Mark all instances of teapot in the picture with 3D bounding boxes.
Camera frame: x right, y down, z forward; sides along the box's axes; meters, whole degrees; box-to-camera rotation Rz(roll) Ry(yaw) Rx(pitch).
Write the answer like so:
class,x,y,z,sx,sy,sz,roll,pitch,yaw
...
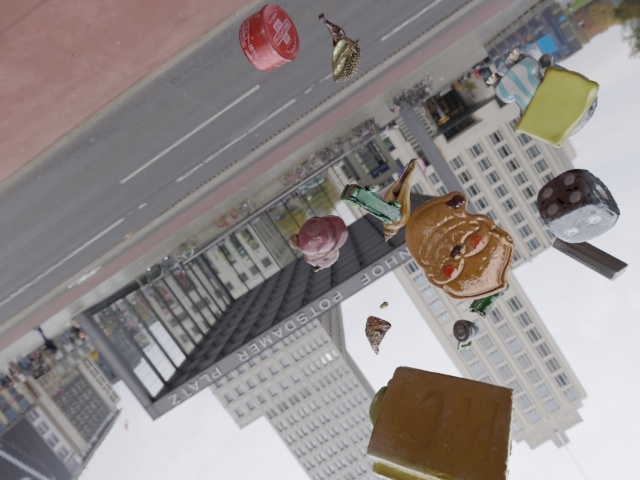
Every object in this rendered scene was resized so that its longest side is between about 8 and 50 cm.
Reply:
class,x,y,z,sx,sy,sz,roll,pitch,yaw
teapot,0.610,0.389,1.767,0.091,0.092,0.124,5,127,-27

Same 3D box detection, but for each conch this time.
class,x,y,z,sx,sy,sz,roll,pitch,yaw
conch,0.299,-0.147,1.569,0.109,0.093,0.330,38,-67,50

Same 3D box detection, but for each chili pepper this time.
class,x,y,z,sx,sy,sz,roll,pitch,yaw
chili pepper,0.764,0.262,1.917,0.061,0.098,0.224,-5,134,-47

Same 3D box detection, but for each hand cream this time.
class,x,y,z,sx,sy,sz,roll,pitch,yaw
hand cream,-0.177,-0.698,1.462,0.126,0.193,0.193,-6,-157,38

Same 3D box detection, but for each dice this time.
class,x,y,z,sx,sy,sz,roll,pitch,yaw
dice,0.854,-0.114,1.405,0.183,0.182,0.182,-42,-151,45

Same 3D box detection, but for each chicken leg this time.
class,x,y,z,sx,sy,sz,roll,pitch,yaw
chicken leg,0.067,-0.761,1.604,0.048,0.219,0.089,7,-138,47

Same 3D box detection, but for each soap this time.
class,x,y,z,sx,sy,sz,roll,pitch,yaw
soap,0.324,0.501,1.096,0.335,0.156,0.293,5,-137,30

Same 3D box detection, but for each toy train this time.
class,x,y,z,sx,sy,sz,roll,pitch,yaw
toy train,0.174,-0.122,1.404,0.083,0.200,0.132,-62,-156,-4

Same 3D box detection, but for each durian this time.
class,x,y,z,sx,sy,sz,roll,pitch,yaw
durian,0.108,-0.664,1.545,0.092,0.148,0.188,3,159,-21

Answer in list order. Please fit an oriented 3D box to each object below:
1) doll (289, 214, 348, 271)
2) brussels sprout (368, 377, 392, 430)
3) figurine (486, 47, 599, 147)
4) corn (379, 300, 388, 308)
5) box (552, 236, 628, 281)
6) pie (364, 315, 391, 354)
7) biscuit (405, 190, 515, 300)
class,x,y,z,sx,sy,sz,roll,pitch,yaw
doll,-0.002,-0.003,1.494,0.196,0.152,0.256,-37,162,-7
brussels sprout,0.296,0.585,1.368,0.274,0.316,0.243,-23,-167,-19
figurine,0.838,-0.549,1.592,0.266,0.361,0.378,-50,172,33
corn,0.282,0.289,1.878,0.083,0.028,0.027,115,-13,-67
box,1.022,0.057,1.605,0.103,0.244,0.055,-19,133,-33
pie,0.171,0.295,1.351,0.033,0.088,0.191,-22,144,-27
biscuit,0.540,0.036,1.657,0.349,0.455,0.078,-50,173,26
